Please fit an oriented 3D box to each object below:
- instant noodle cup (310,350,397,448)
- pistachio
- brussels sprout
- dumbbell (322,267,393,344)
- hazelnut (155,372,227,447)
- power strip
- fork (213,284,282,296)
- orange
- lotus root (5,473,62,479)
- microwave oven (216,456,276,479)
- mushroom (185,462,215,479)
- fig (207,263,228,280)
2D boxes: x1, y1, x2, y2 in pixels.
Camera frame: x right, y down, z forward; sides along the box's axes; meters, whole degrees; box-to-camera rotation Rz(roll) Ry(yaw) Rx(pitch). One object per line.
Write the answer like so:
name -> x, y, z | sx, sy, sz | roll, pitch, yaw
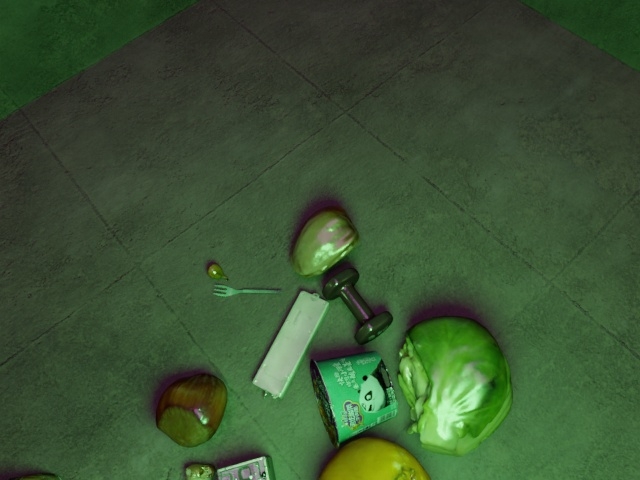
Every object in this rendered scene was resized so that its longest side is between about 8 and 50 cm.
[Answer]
instant noodle cup -> 0.095, 0.434, 1.356 | 0.189, 0.251, 0.251 | -14, 64, -12
pistachio -> 0.000, 0.000, 1.617 | 0.260, 0.163, 0.213 | -38, 46, 0
brussels sprout -> 0.375, 0.396, 1.326 | 0.314, 0.276, 0.372 | 1, 65, 8
dumbbell -> 0.116, 0.206, 1.516 | 0.140, 0.124, 0.225 | -30, 65, -20
hazelnut -> -0.366, 0.495, 1.391 | 0.209, 0.210, 0.187 | -12, 88, -2
power strip -> -0.093, 0.331, 1.517 | 0.106, 0.043, 0.368 | 23, 67, 15
fork -> -0.244, 0.175, 1.617 | 0.234, 0.021, 0.039 | 2, 68, 3
orange -> 0.135, 0.662, 1.200 | 0.311, 0.312, 0.313 | -2, 64, 3
lotus root -> -0.822, 0.762, 1.289 | 0.271, 0.192, 0.273 | -2, 57, 3
microwave oven -> -0.179, 0.713, 1.256 | 0.145, 0.194, 0.241 | -15, 66, -2
mushroom -> -0.329, 0.730, 1.327 | 0.084, 0.071, 0.209 | 5, 63, -30
fig -> -0.350, 0.115, 1.639 | 0.083, 0.050, 0.050 | 32, 70, 7
